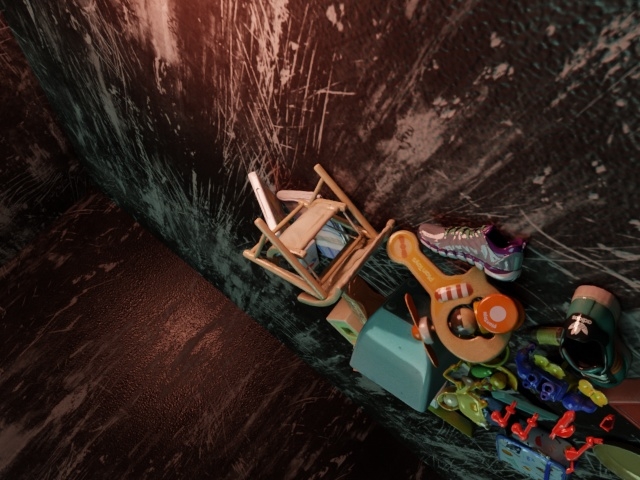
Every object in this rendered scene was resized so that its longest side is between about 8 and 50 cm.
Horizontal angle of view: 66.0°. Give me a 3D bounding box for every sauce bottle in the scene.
[{"bbox_3d":[0.505,0.213,1.107,0.042,0.042,0.128,43,164,-7],"label":"sauce bottle"}]

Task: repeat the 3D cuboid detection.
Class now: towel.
[{"bbox_3d":[0.000,-0.036,1.460,0.209,0.034,0.285,12,146,52],"label":"towel"}]

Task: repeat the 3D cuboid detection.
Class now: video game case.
[{"bbox_3d":[-0.124,-0.065,1.407,0.206,0.026,0.227,66,-175,22],"label":"video game case"}]

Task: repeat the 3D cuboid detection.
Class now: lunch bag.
[{"bbox_3d":[0.716,0.710,1.636,0.243,0.115,0.303,22,153,34],"label":"lunch bag"}]

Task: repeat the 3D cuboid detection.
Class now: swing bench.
[{"bbox_3d":[0.000,0.000,1.188,0.255,0.253,0.165,39,144,6],"label":"swing bench"}]

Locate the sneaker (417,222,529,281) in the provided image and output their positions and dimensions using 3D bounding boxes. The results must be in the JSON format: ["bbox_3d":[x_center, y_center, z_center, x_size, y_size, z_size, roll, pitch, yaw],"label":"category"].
[{"bbox_3d":[0.304,-0.008,0.991,0.224,0.083,0.098,25,131,28],"label":"sneaker"}]

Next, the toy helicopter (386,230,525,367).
[{"bbox_3d":[0.268,0.126,1.119,0.355,0.235,0.140,50,-163,23],"label":"toy helicopter"}]

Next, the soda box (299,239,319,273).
[{"bbox_3d":[-0.057,0.046,1.623,0.069,0.074,0.216,38,166,16],"label":"soda box"}]

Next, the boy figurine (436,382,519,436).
[{"bbox_3d":[0.513,0.543,1.648,0.285,0.092,0.177,6,118,53],"label":"boy figurine"}]

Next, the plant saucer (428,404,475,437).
[{"bbox_3d":[0.514,0.665,1.893,0.189,0.045,0.188,30,-177,23],"label":"plant saucer"}]

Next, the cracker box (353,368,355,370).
[{"bbox_3d":[0.250,0.438,1.739,0.232,0.067,0.156,12,169,-44],"label":"cracker box"}]

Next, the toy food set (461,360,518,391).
[{"bbox_3d":[0.493,0.423,1.491,0.128,0.071,0.218,44,158,-11],"label":"toy food set"}]

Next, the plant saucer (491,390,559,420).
[{"bbox_3d":[0.597,0.485,1.442,0.192,0.018,0.067,24,161,-8],"label":"plant saucer"}]

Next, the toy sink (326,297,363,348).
[{"bbox_3d":[0.161,0.313,1.742,0.234,0.131,0.153,45,159,-14],"label":"toy sink"}]

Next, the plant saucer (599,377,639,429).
[{"bbox_3d":[0.755,0.383,1.018,0.258,0.047,0.259,40,159,2],"label":"plant saucer"}]

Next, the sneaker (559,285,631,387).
[{"bbox_3d":[0.530,0.222,0.971,0.108,0.121,0.302,15,148,47],"label":"sneaker"}]

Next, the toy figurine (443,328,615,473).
[{"bbox_3d":[0.508,0.343,1.167,0.217,0.191,0.363,10,-164,-47],"label":"toy figurine"}]

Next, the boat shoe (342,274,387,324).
[{"bbox_3d":[0.155,0.213,1.616,0.285,0.105,0.089,50,163,3],"label":"boat shoe"}]

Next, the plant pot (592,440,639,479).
[{"bbox_3d":[0.855,0.607,1.309,0.236,0.032,0.236,33,157,16],"label":"plant pot"}]

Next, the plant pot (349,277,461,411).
[{"bbox_3d":[0.254,0.253,1.349,0.248,0.247,0.252,29,138,27],"label":"plant pot"}]

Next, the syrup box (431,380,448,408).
[{"bbox_3d":[0.361,0.524,1.872,0.237,0.096,0.093,26,156,32],"label":"syrup box"}]
